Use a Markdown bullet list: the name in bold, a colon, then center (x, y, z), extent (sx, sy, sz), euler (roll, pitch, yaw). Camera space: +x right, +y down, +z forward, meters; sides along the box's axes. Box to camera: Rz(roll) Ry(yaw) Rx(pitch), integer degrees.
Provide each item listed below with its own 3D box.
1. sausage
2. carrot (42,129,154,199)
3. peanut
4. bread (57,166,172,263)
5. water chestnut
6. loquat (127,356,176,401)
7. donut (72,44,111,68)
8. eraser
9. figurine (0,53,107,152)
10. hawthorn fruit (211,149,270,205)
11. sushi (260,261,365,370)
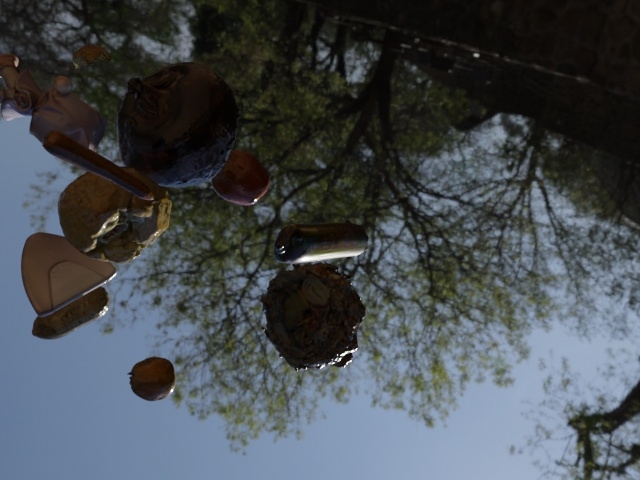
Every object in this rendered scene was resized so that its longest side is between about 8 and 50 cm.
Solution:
- **sausage**: center (0.000, 0.000, 1.168), extent (0.082, 0.082, 0.371), euler (20, -171, 20)
- **carrot**: center (-0.333, -0.112, 0.960), extent (0.190, 0.037, 0.037), euler (30, -172, -36)
- **peanut**: center (-0.739, 0.216, 1.853), extent (0.236, 0.110, 0.120), euler (-31, -132, -16)
- **bread**: center (-0.425, -0.047, 1.326), extent (0.244, 0.244, 0.134), euler (-5, -131, -38)
- **water chestnut**: center (-0.379, -0.302, 1.587), extent (0.350, 0.350, 0.302), euler (26, 164, 32)
- **loquat**: center (-0.476, 0.391, 1.773), extent (0.137, 0.113, 0.137), euler (24, -141, -21)
- **donut**: center (-0.552, -0.444, 1.506), extent (0.083, 0.038, 0.067), euler (17, -119, 22)
- **eraser**: center (-0.651, 0.065, 1.548), extent (0.204, 0.059, 0.243), euler (-33, -124, -28)
- **figurine**: center (-0.587, -0.277, 1.329), extent (0.276, 0.200, 0.133), euler (32, -128, -11)
- **hawthorn fruit**: center (-0.254, -0.201, 2.021), extent (0.189, 0.189, 0.189), euler (11, -159, -4)
- **sushi**: center (-0.039, 0.267, 2.239), extent (0.417, 0.418, 0.176), euler (23, -174, 26)
